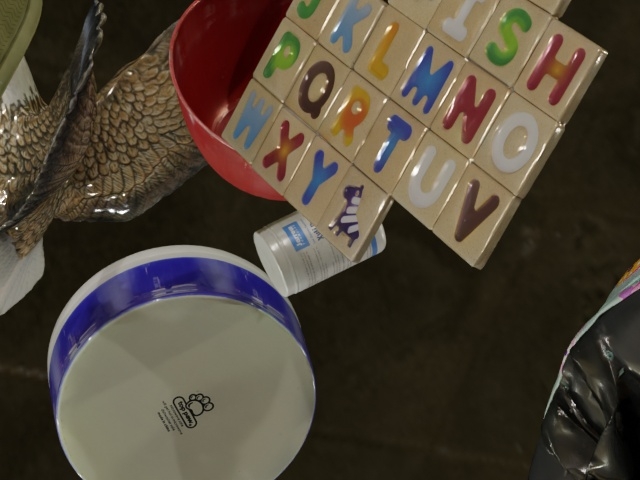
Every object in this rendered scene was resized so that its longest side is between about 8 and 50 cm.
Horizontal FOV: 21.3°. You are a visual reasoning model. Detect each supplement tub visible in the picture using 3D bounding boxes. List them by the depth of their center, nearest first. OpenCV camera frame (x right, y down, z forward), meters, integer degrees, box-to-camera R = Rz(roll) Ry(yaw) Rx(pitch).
[{"bbox_3d":[0.000,0.000,1.575,0.107,0.071,0.071,-26,125,-14],"label":"supplement tub"}]

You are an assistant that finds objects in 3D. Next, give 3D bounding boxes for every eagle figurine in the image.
[{"bbox_3d":[-0.217,-0.084,1.413,0.298,0.226,0.225,-11,136,32],"label":"eagle figurine"}]

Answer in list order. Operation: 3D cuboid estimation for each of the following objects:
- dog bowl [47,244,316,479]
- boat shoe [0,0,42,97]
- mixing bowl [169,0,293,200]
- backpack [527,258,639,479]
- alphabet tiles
[{"bbox_3d":[-0.140,0.144,1.716,0.265,0.104,0.265,-5,118,-10],"label":"dog bowl"},{"bbox_3d":[-0.240,-0.039,0.831,0.103,0.302,0.113,-23,117,39],"label":"boat shoe"},{"bbox_3d":[-0.026,-0.096,1.239,0.181,0.181,0.098,-4,146,-15],"label":"mixing bowl"},{"bbox_3d":[0.151,0.075,0.480,0.182,0.115,0.152,35,116,14],"label":"backpack"},{"bbox_3d":[0.046,-0.090,0.871,0.009,0.237,0.198,20,106,-38],"label":"alphabet tiles"}]
